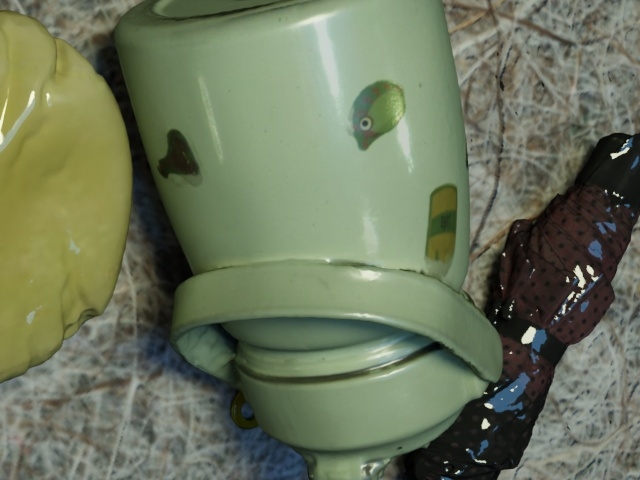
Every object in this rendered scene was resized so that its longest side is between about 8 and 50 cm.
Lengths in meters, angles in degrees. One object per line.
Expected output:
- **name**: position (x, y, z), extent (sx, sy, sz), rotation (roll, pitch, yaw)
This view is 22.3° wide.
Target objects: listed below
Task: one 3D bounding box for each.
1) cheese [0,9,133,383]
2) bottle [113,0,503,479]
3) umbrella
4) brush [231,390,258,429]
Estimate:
- **cheese**: position (-0.215, -0.023, 0.989), extent (0.214, 0.117, 0.226), rotation (-24, 114, -31)
- **bottle**: position (0.000, 0.000, 1.062), extent (0.229, 0.229, 0.352), rotation (-22, 110, -27)
- **umbrella**: position (0.164, 0.054, 1.241), extent (0.094, 0.090, 0.326), rotation (35, 78, -27)
- **brush**: position (-0.008, 0.047, 1.180), extent (0.083, 0.011, 0.205), rotation (35, 79, -31)
